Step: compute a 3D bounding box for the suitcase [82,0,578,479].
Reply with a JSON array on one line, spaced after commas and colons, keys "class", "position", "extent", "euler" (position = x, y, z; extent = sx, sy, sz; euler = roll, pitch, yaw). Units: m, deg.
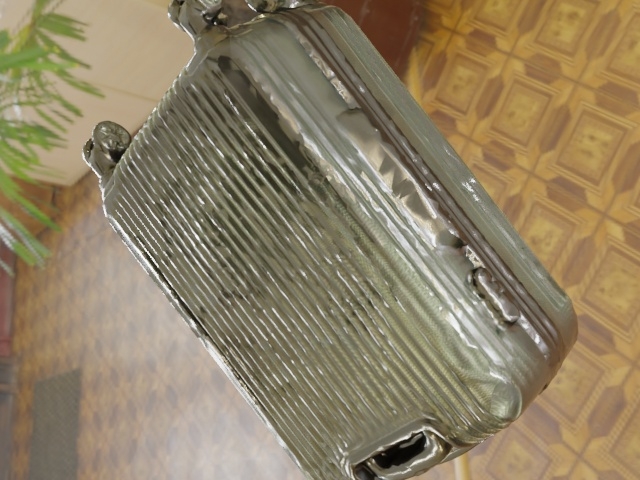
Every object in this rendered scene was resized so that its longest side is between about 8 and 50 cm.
[{"class": "suitcase", "position": [0.000, 0.000, 0.521], "extent": [0.312, 0.128, 0.202], "euler": [52, 133, 5]}]
